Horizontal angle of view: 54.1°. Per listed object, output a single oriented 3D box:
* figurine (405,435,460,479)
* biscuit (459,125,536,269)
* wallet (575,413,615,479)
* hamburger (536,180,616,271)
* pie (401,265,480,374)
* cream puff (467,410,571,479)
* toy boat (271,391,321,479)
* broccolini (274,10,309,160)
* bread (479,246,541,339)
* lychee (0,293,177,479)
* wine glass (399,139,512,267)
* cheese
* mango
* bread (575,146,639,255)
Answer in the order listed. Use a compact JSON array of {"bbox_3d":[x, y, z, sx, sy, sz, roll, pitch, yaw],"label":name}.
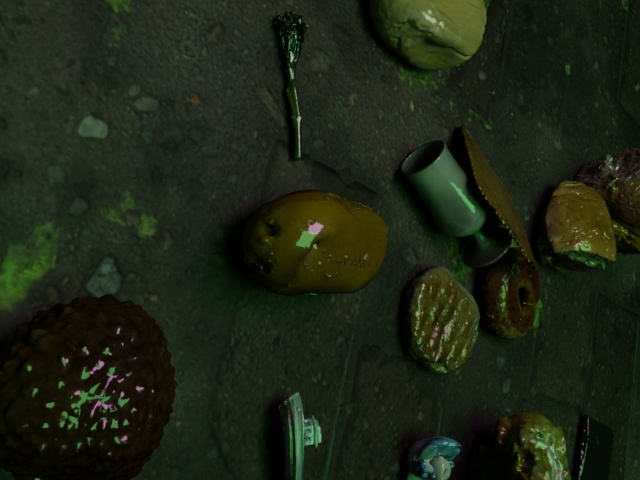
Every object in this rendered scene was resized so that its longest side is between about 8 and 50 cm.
[{"bbox_3d":[0.193,0.369,1.047,0.114,0.079,0.114,-14,119,-27],"label":"figurine"},{"bbox_3d":[0.329,-0.086,1.166,0.232,0.013,0.237,47,28,-28],"label":"biscuit"},{"bbox_3d":[0.613,0.551,1.422,0.146,0.030,0.286,33,66,-38],"label":"wallet"},{"bbox_3d":[0.549,-0.045,1.346,0.155,0.135,0.208,26,68,-38],"label":"hamburger"},{"bbox_3d":[0.211,0.144,1.103,0.195,0.046,0.195,6,81,-41],"label":"pie"},{"bbox_3d":[0.355,0.450,1.110,0.282,0.185,0.282,-7,90,-70],"label":"cream puff"},{"bbox_3d":[-0.031,0.283,0.876,0.066,0.059,0.140,0,85,-28],"label":"toy boat"},{"bbox_3d":[-0.045,-0.229,0.928,0.042,0.044,0.218,-1,92,-55],"label":"broccolini"},{"bbox_3d":[0.374,0.103,1.236,0.193,0.063,0.194,0,90,-46],"label":"bread"},{"bbox_3d":[-0.244,0.163,0.625,0.200,0.200,0.238,46,45,-28],"label":"lychee"},{"bbox_3d":[0.238,-0.064,1.106,0.231,0.103,0.103,48,59,-24],"label":"wine glass"},{"bbox_3d":[0.187,-0.416,1.084,0.225,0.117,0.214,23,66,-32],"label":"cheese"},{"bbox_3d":[0.000,0.000,0.871,0.248,0.156,0.151,-2,52,-41],"label":"mango"},{"bbox_3d":[0.697,-0.085,1.435,0.176,0.195,0.247,-47,114,-40],"label":"bread"}]
